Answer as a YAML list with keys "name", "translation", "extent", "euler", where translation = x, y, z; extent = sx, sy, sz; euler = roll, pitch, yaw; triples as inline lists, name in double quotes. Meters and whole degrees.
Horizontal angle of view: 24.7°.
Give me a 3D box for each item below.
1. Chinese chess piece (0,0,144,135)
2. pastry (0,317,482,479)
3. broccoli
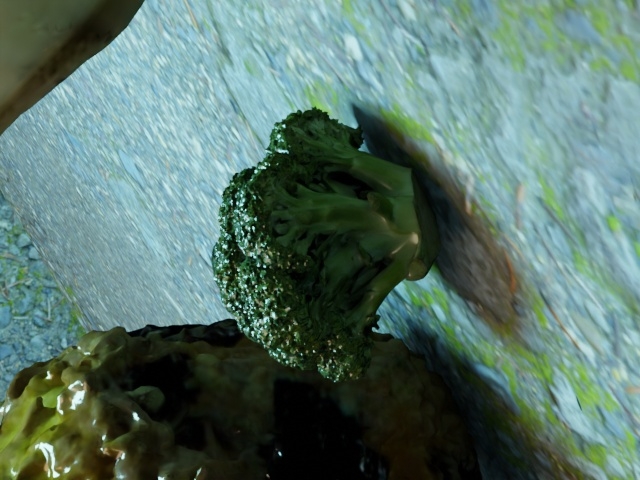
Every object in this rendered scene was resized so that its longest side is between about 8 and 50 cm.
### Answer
- name: "Chinese chess piece"
  translation: [-0.164, -0.166, 0.659]
  extent: [0.140, 0.338, 0.338]
  euler: [41, 171, -25]
- name: "pastry"
  translation: [-0.047, 0.213, 1.032]
  extent: [0.405, 0.337, 0.292]
  euler: [33, 154, -10]
- name: "broccoli"
  translation: [0.000, 0.000, 0.883]
  extent: [0.146, 0.137, 0.162]
  euler: [42, -142, -58]
